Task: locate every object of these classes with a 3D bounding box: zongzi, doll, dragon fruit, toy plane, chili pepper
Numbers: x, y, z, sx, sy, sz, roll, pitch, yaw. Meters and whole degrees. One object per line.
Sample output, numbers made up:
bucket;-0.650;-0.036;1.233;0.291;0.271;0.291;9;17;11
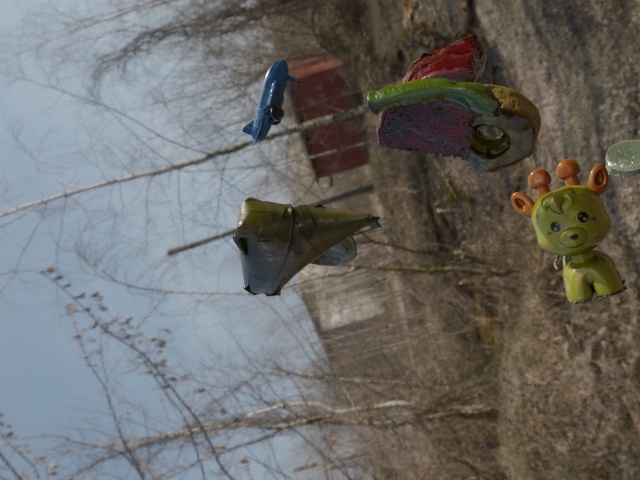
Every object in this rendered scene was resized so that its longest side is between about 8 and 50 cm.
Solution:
zongzi;-0.028;0.026;1.225;0.260;0.290;0.122;91;-179;-52
doll;0.394;-0.015;0.896;0.135;0.143;0.220;-25;-87;-61
dragon fruit;0.283;-0.311;1.306;0.330;0.303;0.240;-45;-67;-45
toy plane;-0.150;-0.418;1.758;0.271;0.105;0.254;-64;10;-3
chili pepper;0.171;-0.218;0.879;0.052;0.202;0.050;54;-136;-62

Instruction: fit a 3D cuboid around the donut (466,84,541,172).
donut;0.588;-0.373;2.018;0.329;0.330;0.159;70;-146;-41

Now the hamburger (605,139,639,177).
hamburger;0.954;-0.253;1.791;0.140;0.133;0.062;13;157;49

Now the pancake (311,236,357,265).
pancake;0.000;0.000;1.681;0.241;0.242;0.050;67;-153;-57
